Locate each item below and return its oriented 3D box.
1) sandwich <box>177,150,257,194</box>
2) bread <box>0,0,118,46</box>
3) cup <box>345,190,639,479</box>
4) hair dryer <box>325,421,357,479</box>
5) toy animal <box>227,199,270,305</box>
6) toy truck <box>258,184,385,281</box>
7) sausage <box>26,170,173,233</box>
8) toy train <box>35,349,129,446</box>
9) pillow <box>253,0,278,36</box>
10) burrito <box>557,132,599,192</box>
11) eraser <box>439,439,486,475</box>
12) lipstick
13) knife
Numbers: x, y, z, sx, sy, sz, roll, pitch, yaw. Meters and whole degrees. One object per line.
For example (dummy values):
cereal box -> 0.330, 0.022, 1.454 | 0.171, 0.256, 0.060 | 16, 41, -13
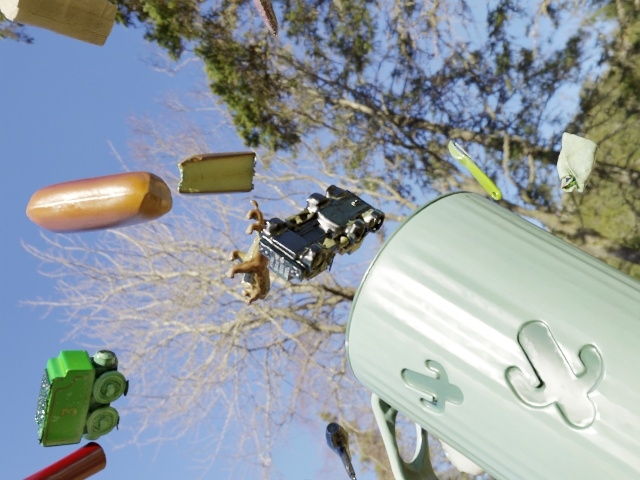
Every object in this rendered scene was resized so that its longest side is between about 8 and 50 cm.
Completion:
sandwich -> -0.303, -0.187, 1.565 | 0.235, 0.128, 0.122 | -8, -82, -37
bread -> -0.395, -0.357, 0.826 | 0.152, 0.105, 0.077 | 0, -50, -56
cup -> 0.260, 0.180, 0.708 | 0.310, 0.392, 0.401 | -28, -50, -28
hair dryer -> 0.085, 0.696, 1.752 | 0.075, 0.219, 0.196 | -24, -55, -5
toy animal -> -0.193, 0.046, 1.743 | 0.157, 0.097, 0.313 | 26, -99, -28
toy truck -> 0.000, -0.003, 1.059 | 0.257, 0.127, 0.127 | -30, -32, -47
sausage -> -0.403, -0.066, 1.019 | 0.105, 0.274, 0.105 | -6, -90, -75
toy train -> -0.587, 0.382, 1.377 | 0.188, 0.132, 0.243 | 8, -75, -36
pillow -> -0.144, -0.589, 1.367 | 0.043, 0.118, 0.185 | -27, -69, 4
burrito -> 0.502, -0.151, 1.111 | 0.044, 0.074, 0.118 | 63, -132, -76
eraser -> 0.332, 0.323, 1.142 | 0.331, 0.331, 0.150 | -7, -37, -53
lipstick -> -0.612, 0.552, 1.296 | 0.241, 0.080, 0.080 | -19, -56, -58
knife -> 0.283, -0.135, 1.049 | 0.026, 0.184, 0.022 | -16, -43, -15
